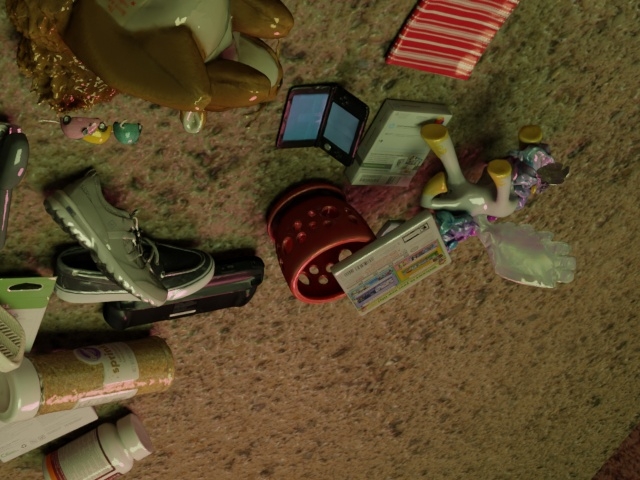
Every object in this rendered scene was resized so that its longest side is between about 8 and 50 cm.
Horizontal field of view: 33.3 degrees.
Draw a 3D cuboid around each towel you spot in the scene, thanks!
[{"bbox_3d":[0.254,-0.400,1.859,0.199,0.031,0.275,6,132,-37],"label":"towel"}]

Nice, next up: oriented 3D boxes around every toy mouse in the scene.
[{"bbox_3d":[-0.307,-0.154,1.508,0.161,0.143,0.031,4,91,-41],"label":"toy mouse"}]

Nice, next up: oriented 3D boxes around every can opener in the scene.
[{"bbox_3d":[-0.521,-0.076,1.695,0.074,0.093,0.280,-6,143,-29],"label":"can opener"}]

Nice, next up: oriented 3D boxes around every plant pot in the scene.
[{"bbox_3d":[0.000,0.000,2.055,0.191,0.174,0.191,-18,142,-15],"label":"plant pot"}]

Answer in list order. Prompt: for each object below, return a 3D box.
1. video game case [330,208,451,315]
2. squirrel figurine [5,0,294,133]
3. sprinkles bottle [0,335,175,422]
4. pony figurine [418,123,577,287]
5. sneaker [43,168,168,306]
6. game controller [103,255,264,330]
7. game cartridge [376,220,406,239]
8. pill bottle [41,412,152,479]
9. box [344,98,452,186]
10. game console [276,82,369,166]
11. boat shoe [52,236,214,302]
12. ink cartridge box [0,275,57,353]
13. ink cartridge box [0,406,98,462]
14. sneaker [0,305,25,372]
[{"bbox_3d":[0.138,0.045,2.041,0.212,0.023,0.193,-32,147,1],"label":"video game case"},{"bbox_3d":[-0.231,-0.293,1.505,0.397,0.281,0.370,7,175,12],"label":"squirrel figurine"},{"bbox_3d":[-0.457,0.264,2.074,0.355,0.121,0.121,-5,139,-44],"label":"sprinkles bottle"},{"bbox_3d":[0.342,-0.083,2.119,0.351,0.302,0.363,0,150,1],"label":"pony figurine"},{"bbox_3d":[-0.338,0.001,1.827,0.115,0.105,0.281,-46,122,-15],"label":"sneaker"},{"bbox_3d":[-0.266,0.103,2.107,0.319,0.067,0.166,-9,158,-25],"label":"game controller"},{"bbox_3d":[0.145,-0.008,2.278,0.056,0.017,0.083,4,133,-32],"label":"game cartridge"},{"bbox_3d":[-0.489,0.477,2.358,0.221,0.121,0.121,-29,144,1],"label":"pill bottle"},{"bbox_3d":[0.147,-0.183,2.046,0.145,0.038,0.186,-1,137,-35],"label":"box"},{"bbox_3d":[0.004,-0.199,1.896,0.085,0.124,0.144,-36,155,-39],"label":"game console"},{"bbox_3d":[-0.334,0.042,1.952,0.301,0.108,0.102,-3,139,-21],"label":"boat shoe"},{"bbox_3d":[-0.556,0.117,1.922,0.109,0.062,0.209,1,135,-34],"label":"ink cartridge box"},{"bbox_3d":[-0.595,0.345,2.190,0.223,0.045,0.224,-24,143,-7],"label":"ink cartridge box"},{"bbox_3d":[-0.641,0.105,1.770,0.148,0.131,0.350,-16,125,15],"label":"sneaker"}]
